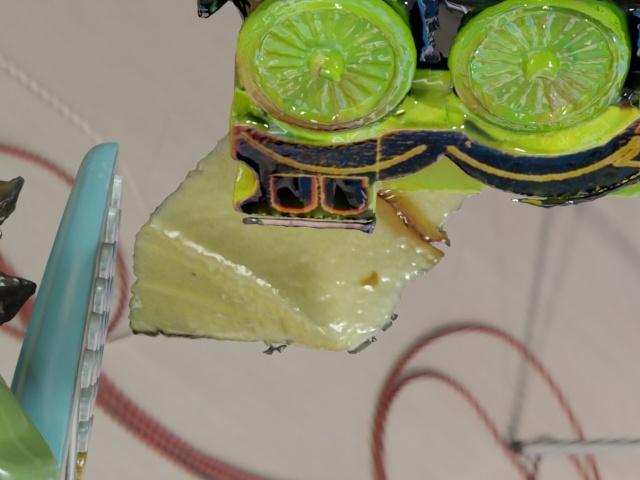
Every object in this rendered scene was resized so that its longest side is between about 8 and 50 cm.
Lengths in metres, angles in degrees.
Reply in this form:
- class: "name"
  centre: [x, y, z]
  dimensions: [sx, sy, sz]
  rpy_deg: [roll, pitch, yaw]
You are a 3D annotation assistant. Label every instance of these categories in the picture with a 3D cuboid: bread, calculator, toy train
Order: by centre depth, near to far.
- class: "toy train"
  centre: [0.092, -0.081, 0.780]
  dimensions: [0.100, 0.296, 0.161]
  rpy_deg: [-84, 174, -46]
- class: "bread"
  centre: [0.000, 0.000, 1.181]
  dimensions: [0.178, 0.135, 0.240]
  rpy_deg: [31, 53, 13]
- class: "calculator"
  centre: [-0.191, 0.106, 1.239]
  dimensions: [0.054, 0.256, 0.386]
  rpy_deg: [11, 54, -2]

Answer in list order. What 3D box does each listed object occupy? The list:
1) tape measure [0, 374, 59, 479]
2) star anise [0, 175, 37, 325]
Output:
- class: "tape measure"
  centre: [-0.245, 0.137, 0.992]
  dimensions: [0.200, 0.175, 0.106]
  rpy_deg: [51, 16, 12]
- class: "star anise"
  centre: [-0.370, 0.023, 1.230]
  dimensions: [0.331, 0.118, 0.332]
  rpy_deg: [6, 44, -5]
